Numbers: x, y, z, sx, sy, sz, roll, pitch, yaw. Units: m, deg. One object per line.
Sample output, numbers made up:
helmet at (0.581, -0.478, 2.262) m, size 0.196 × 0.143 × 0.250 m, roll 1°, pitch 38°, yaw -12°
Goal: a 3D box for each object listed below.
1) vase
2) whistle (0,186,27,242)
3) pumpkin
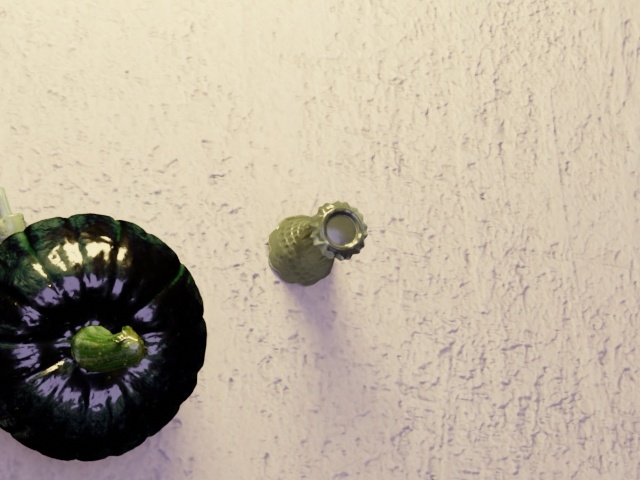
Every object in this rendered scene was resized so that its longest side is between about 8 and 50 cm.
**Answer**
vase at (0.000, 0.000, 1.587) m, size 0.081 × 0.148 × 0.081 m, roll 3°, pitch 80°, yaw -16°
whistle at (-0.320, -0.007, 1.546) m, size 0.035 × 0.035 × 0.100 m, roll -16°, pitch 85°, yaw -19°
pumpkin at (-0.224, 0.094, 1.449) m, size 0.248 × 0.248 × 0.248 m, roll 3°, pitch 80°, yaw -17°
